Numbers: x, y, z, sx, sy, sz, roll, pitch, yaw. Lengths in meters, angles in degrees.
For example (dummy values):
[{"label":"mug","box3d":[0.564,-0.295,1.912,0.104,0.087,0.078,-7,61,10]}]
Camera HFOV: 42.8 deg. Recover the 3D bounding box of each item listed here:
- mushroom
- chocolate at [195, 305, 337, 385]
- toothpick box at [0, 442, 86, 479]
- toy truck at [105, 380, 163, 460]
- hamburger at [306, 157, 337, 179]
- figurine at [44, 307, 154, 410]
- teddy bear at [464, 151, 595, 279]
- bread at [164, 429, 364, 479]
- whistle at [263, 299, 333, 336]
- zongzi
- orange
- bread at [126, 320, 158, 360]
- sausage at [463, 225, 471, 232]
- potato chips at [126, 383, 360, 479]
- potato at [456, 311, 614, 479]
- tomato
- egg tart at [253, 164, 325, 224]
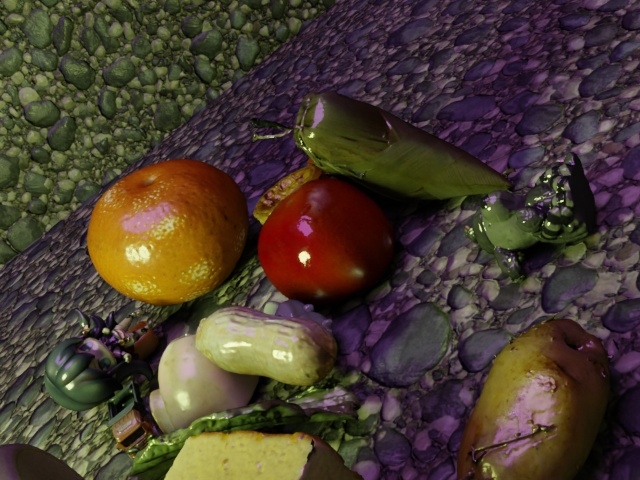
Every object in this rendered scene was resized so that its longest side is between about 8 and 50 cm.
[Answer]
[{"label":"mushroom","box3d":[-0.265,0.303,1.635,0.236,0.162,0.173,-32,22,19]},{"label":"chocolate","box3d":[-0.103,0.193,1.531,0.309,0.134,0.134,3,46,33]},{"label":"toothpick box","box3d":[-0.550,0.575,1.304,0.425,0.409,0.409,-46,28,-6]},{"label":"toy truck","box3d":[-0.406,0.385,1.763,0.083,0.092,0.192,-38,28,-2]},{"label":"hamburger","box3d":[0.050,-0.200,2.112,0.137,0.087,0.166,-46,30,-17]},{"label":"figurine","box3d":[-0.504,0.276,1.863,0.175,0.196,0.265,27,26,30]},{"label":"teddy bear","box3d":[0.360,-0.031,1.432,0.251,0.144,0.171,-29,43,24]},{"label":"bread","box3d":[-0.061,0.413,1.121,0.279,0.279,0.207,-14,38,43]},{"label":"whistle","box3d":[-0.044,0.176,1.643,0.244,0.092,0.110,24,94,55]},{"label":"zongzi","box3d":[0.123,-0.204,1.684,0.418,0.447,0.181,8,77,49]},{"label":"orange","box3d":[-0.381,-0.014,2.093,0.424,0.326,0.424,-12,32,8]},{"label":"bread","box3d":[-0.498,0.303,2.017,0.239,0.074,0.093,-43,27,-10]},{"label":"sausage","box3d":[0.303,-0.008,1.595,0.015,0.015,0.100,-37,27,2]},{"label":"potato chips","box3d":[-0.138,0.334,1.378,0.389,0.373,0.097,-30,73,24]},{"label":"potato","box3d":[0.294,0.234,1.104,0.173,0.140,0.300,-3,47,54]},{"label":"tomato","box3d":[0.000,0.000,1.720,0.299,0.226,0.298,-29,32,20]},{"label":"egg tart","box3d":[-0.041,-0.072,1.947,0.203,0.147,0.202,-33,21,14]}]
